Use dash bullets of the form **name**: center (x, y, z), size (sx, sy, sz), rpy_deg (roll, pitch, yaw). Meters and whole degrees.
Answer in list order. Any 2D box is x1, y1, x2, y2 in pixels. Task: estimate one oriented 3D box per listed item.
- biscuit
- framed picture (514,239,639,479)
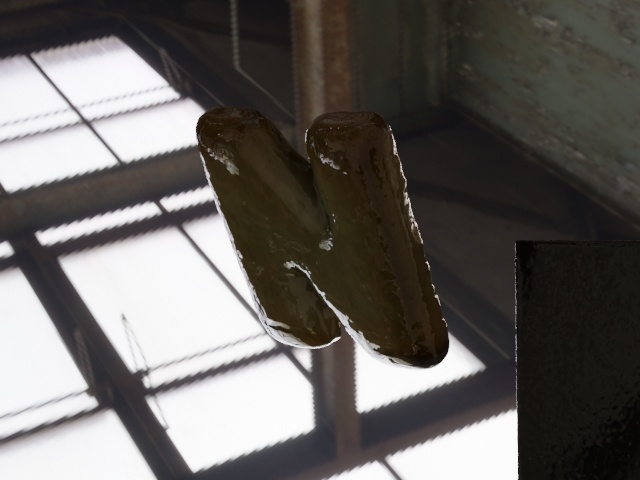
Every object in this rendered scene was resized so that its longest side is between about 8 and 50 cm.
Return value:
- **biscuit**: center (0.000, 0.000, 1.279), size (0.062, 0.237, 0.290), rpy_deg (-45, -49, -40)
- **framed picture**: center (0.318, 0.168, 1.284), size (0.014, 0.255, 0.338), rpy_deg (-3, -87, -62)
